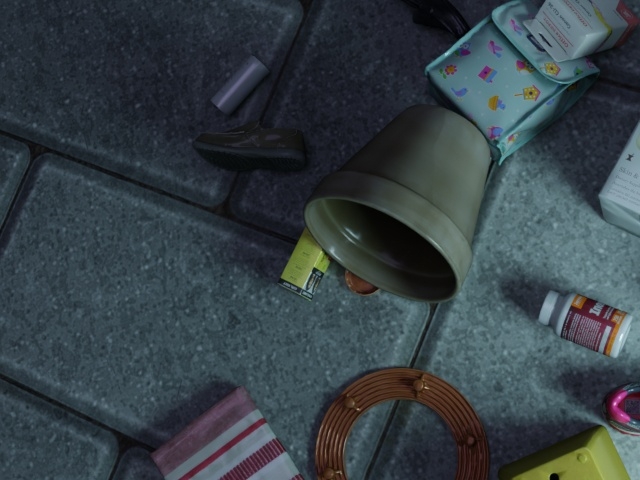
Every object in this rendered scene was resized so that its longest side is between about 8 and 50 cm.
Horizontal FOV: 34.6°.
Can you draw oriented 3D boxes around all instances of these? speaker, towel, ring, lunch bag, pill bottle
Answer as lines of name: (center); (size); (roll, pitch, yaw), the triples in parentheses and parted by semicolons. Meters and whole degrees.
speaker: (-0.172, -0.329, 2.183); (0.136, 0.055, 0.055); (-47, 68, 3)
towel: (-0.157, 0.482, 1.999); (0.237, 0.037, 0.329); (-37, 70, 5)
ring: (0.147, 0.406, 1.917); (0.336, 0.032, 0.337); (-5, 76, 18)
lunch bag: (0.366, -0.314, 1.947); (0.262, 0.160, 0.223); (-39, 70, -1)
pill bottle: (0.473, 0.145, 1.840); (0.152, 0.086, 0.086); (21, 85, 21)

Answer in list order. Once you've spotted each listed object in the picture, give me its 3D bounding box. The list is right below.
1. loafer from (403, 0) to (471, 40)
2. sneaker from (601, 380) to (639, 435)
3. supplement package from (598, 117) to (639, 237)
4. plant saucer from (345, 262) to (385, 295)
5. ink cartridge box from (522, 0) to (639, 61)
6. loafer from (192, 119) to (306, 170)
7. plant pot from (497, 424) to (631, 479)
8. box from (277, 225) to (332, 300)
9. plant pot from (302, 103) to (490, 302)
loafer: (0.223, -0.463, 2.077); (0.078, 0.076, 0.223); (-44, 63, 10)
sneaker: (0.632, 0.286, 1.740); (0.299, 0.112, 0.121); (-9, 75, 16)
supplement package: (0.639, -0.128, 1.789); (0.199, 0.198, 0.263); (28, 87, 23)
plant saucer: (0.090, 0.068, 2.025); (0.083, 0.013, 0.084); (-4, 77, 17)
ink cartridge box: (0.485, -0.409, 1.916); (0.198, 0.067, 0.115); (-21, 65, -33)
loafer: (-0.143, -0.199, 2.133); (0.251, 0.094, 0.087); (6, 68, 15)
plant pot: (0.422, 0.444, 1.732); (0.212, 0.187, 0.212); (-27, 71, 11)
box: (0.000, 0.000, 2.033); (0.058, 0.087, 0.232); (25, 85, 20)
plant pot: (0.172, -0.086, 1.900); (0.323, 0.323, 0.280); (22, 65, 22)
